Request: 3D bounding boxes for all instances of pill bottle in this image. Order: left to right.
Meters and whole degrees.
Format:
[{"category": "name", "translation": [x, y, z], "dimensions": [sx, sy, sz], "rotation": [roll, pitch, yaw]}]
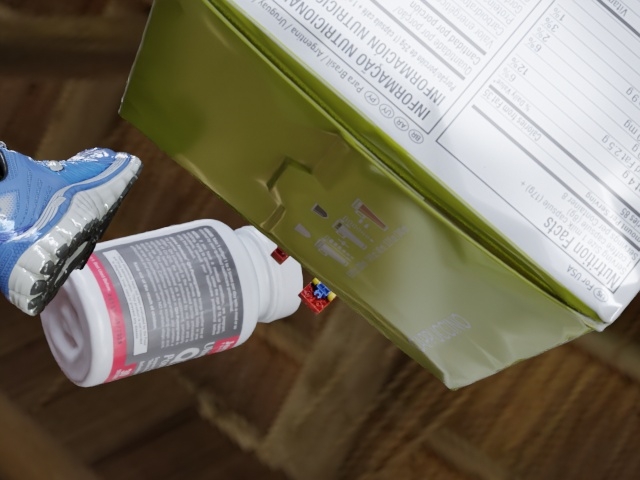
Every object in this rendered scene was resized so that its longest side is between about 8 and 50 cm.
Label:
[{"category": "pill bottle", "translation": [-0.190, 0.070, 2.203], "dimensions": [0.176, 0.318, 0.176], "rotation": [31, -52, 51]}]

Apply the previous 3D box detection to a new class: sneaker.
[{"category": "sneaker", "translation": [-0.270, -0.043, 1.597], "dimensions": [0.147, 0.130, 0.330], "rotation": [33, 13, -1]}]

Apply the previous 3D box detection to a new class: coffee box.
[{"category": "coffee box", "translation": [0.104, -0.139, 1.155], "dimensions": [0.338, 0.334, 0.337], "rotation": [40, -17, -1]}]

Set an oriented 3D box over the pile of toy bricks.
[{"category": "pile of toy bricks", "translation": [0.022, 0.006, 1.967], "dimensions": [0.118, 0.212, 0.105], "rotation": [46, -34, 4]}]
